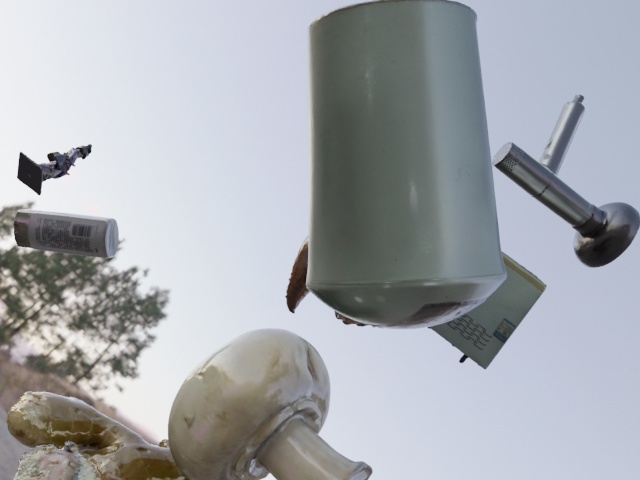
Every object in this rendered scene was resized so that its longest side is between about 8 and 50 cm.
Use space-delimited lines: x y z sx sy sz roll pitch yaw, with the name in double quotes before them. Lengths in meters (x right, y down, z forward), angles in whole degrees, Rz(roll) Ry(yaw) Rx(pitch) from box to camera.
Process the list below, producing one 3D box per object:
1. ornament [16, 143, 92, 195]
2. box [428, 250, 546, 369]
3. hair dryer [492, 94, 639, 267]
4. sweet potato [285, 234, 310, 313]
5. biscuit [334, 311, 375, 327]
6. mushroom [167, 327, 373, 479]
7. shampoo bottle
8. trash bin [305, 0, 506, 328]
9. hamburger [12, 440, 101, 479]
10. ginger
"ornament" -0.635 -0.183 1.825 0.088 0.203 0.081 35 -58 13
"box" 0.234 0.078 1.330 0.270 0.211 0.045 36 -3 7
"hair dryer" 0.551 -0.152 1.565 0.320 0.284 0.156 44 -9 -11
"sweet potato" 0.000 0.000 1.248 0.057 0.264 0.057 20 -19 7
"biscuit" 0.186 0.127 1.993 0.325 0.326 0.107 91 -13 -58
"mushroom" -0.076 0.323 1.277 0.336 0.314 0.314 34 -27 29
"shampoo bottle" -0.541 -0.016 1.589 0.227 0.086 0.056 5 6 16
"trash bin" 0.111 -0.091 1.059 0.280 0.280 0.432 -4 -91 60
"hamburger" -0.253 0.276 0.702 0.176 0.087 0.102 -124 -140 -69
"ginger" -0.354 0.403 1.354 0.363 0.348 0.122 45 -64 23
